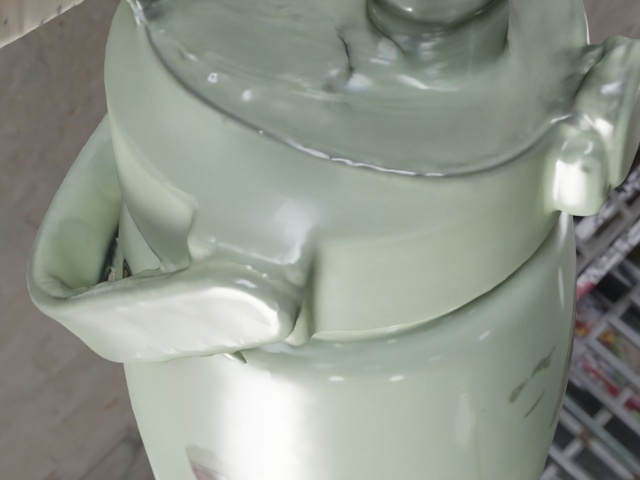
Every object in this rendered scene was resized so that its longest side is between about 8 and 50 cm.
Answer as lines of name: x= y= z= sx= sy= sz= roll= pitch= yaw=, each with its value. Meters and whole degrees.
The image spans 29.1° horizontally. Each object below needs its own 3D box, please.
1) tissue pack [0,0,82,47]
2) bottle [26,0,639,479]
tissue pack: x=-0.315 y=-0.335 z=1.238 sx=0.344 sy=0.125 sz=0.242 roll=-48 pitch=155 yaw=-48
bottle: x=0.000 y=0.000 z=0.504 sx=0.229 sy=0.229 sz=0.352 roll=-40 pitch=153 yaw=-21
